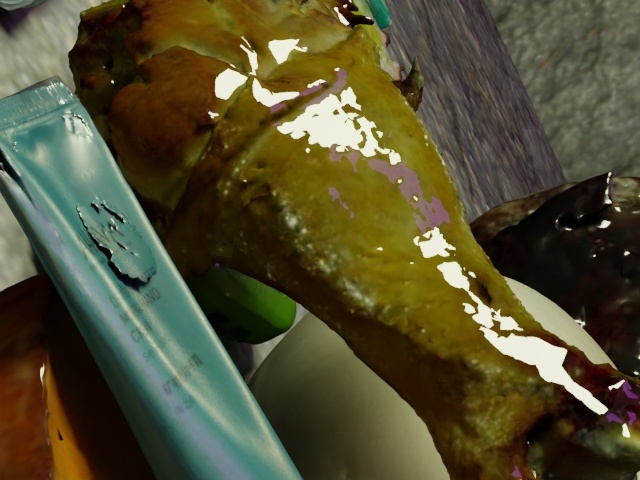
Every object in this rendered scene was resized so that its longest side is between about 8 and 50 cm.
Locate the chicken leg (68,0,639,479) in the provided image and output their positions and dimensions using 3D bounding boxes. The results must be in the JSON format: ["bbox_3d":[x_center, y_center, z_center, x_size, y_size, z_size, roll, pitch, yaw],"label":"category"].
[{"bbox_3d":[-0.014,-0.005,0.833,0.361,0.212,0.140,57,-16,32],"label":"chicken leg"}]

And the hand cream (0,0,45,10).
[{"bbox_3d":[-0.150,-0.158,0.949,0.065,0.043,0.170,62,11,-18],"label":"hand cream"}]

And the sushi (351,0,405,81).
[{"bbox_3d":[-0.035,-0.144,1.201,0.241,0.107,0.161,11,56,-63],"label":"sushi"}]

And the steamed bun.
[{"bbox_3d":[0.098,0.163,0.996,0.324,0.206,0.324,59,16,-29],"label":"steamed bun"}]

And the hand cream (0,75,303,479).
[{"bbox_3d":[-0.049,0.049,0.600,0.224,0.048,0.083,61,18,-7],"label":"hand cream"}]

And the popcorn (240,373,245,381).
[{"bbox_3d":[-0.062,0.090,0.841,0.082,0.057,0.083,1,69,-67],"label":"popcorn"}]

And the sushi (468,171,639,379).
[{"bbox_3d":[0.249,0.112,1.422,0.281,0.299,0.294,32,35,-38],"label":"sushi"}]

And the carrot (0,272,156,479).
[{"bbox_3d":[-0.062,0.151,0.662,0.307,0.100,0.258,52,23,-42],"label":"carrot"}]

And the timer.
[{"bbox_3d":[-0.065,-0.008,1.003,0.140,0.047,0.128,40,28,-59],"label":"timer"}]

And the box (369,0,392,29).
[{"bbox_3d":[-0.026,-0.281,1.473,0.153,0.092,0.245,52,19,-39],"label":"box"}]
